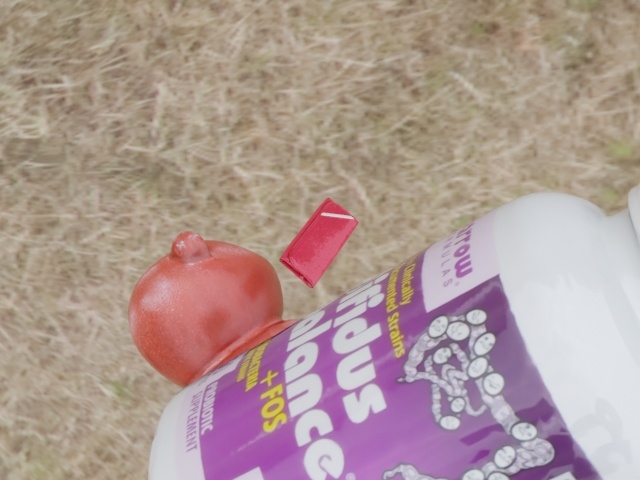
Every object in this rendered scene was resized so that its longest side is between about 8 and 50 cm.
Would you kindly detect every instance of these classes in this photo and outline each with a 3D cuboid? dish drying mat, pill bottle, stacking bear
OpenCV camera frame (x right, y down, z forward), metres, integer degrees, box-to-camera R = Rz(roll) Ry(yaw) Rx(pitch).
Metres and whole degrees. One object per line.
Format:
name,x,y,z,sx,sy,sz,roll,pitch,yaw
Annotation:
dish drying mat,0.000,0.000,0.954,0.032,0.008,0.083,42,41,-4
pill bottle,0.081,0.081,0.625,0.301,0.169,0.169,-31,107,20
stacking bear,-0.026,0.124,0.949,0.164,0.175,0.289,-31,77,-36
